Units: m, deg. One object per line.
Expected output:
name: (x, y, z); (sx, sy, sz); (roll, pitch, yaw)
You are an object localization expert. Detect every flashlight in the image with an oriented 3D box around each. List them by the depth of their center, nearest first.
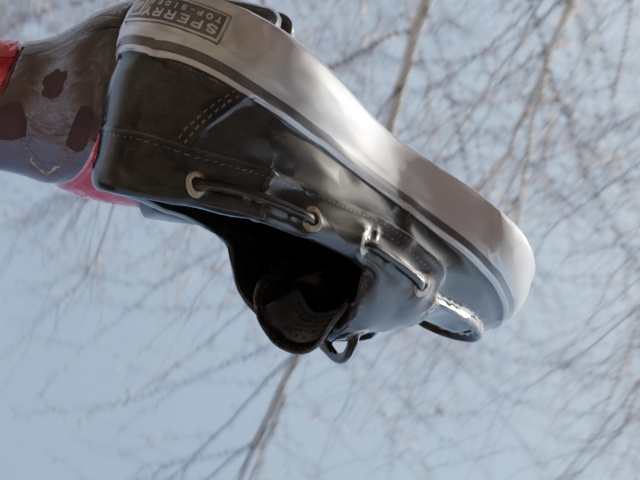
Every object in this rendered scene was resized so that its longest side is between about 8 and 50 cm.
flashlight: (-0.168, -0.076, 0.835); (0.304, 0.103, 0.103); (11, -82, 7)

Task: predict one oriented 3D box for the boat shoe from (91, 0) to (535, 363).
boat shoe: (0.000, 0.000, 0.637); (0.080, 0.228, 0.076); (14, -104, 30)
